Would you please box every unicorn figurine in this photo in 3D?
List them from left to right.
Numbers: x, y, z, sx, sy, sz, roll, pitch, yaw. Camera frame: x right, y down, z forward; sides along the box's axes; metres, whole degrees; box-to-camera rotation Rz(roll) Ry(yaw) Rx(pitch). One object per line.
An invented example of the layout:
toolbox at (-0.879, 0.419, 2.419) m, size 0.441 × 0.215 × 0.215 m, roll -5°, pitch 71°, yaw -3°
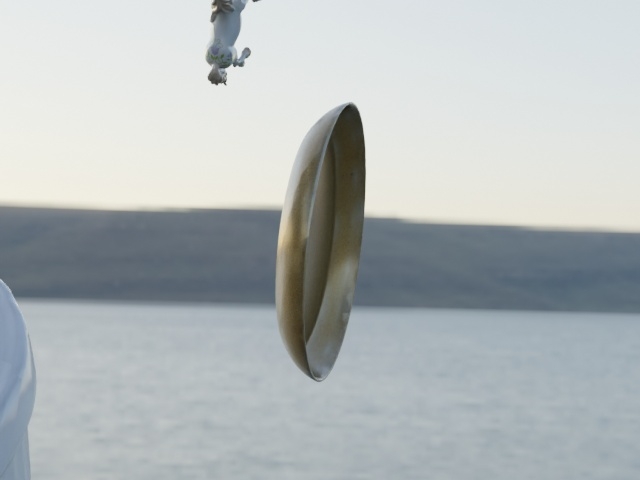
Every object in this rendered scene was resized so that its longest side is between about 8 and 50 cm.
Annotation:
unicorn figurine at (-0.107, -0.248, 1.739) m, size 0.060 × 0.161 × 0.111 m, roll -1°, pitch 12°, yaw 19°

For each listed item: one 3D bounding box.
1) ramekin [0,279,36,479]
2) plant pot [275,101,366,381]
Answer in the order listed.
ramekin at (-0.236, 0.112, 0.605) m, size 0.273 × 0.127 × 0.273 m, roll -6°, pitch 28°, yaw 3°
plant pot at (0.000, 0.000, 1.322) m, size 0.032 × 0.236 × 0.236 m, roll 6°, pitch -1°, yaw 11°
